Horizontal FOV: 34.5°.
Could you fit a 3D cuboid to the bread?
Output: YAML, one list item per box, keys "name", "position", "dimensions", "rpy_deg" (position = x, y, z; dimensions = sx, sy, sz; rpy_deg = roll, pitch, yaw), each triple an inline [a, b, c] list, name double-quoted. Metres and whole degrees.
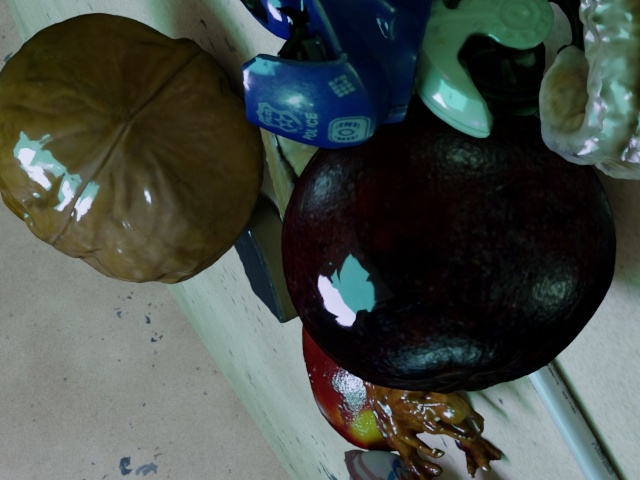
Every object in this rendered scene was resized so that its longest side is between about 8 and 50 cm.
- name: "bread"
  position: [0.000, 0.000, 1.007]
  dimensions: [0.286, 0.056, 0.207]
  rpy_deg: [77, 171, -45]

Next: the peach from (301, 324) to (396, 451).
- name: "peach"
  position: [0.019, 0.210, 1.520]
  dimensions: [0.279, 0.068, 0.189]
  rpy_deg: [44, 157, 46]

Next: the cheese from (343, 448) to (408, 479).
- name: "cheese"
  position: [0.092, 0.351, 1.366]
  dimensions: [0.189, 0.074, 0.286]
  rpy_deg: [42, -169, 17]

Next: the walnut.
- name: "walnut"
  position: [-0.242, -0.115, 1.300]
  dimensions: [0.354, 0.308, 0.398]
  rpy_deg: [28, 171, -12]

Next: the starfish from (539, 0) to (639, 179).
- name: "starfish"
  position: [0.057, -0.243, 0.406]
  dimensions: [0.432, 0.082, 0.324]
  rpy_deg: [50, 145, 9]

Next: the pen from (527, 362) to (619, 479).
- name: "pen"
  position: [0.193, 0.126, 0.862]
  dimensions: [0.218, 0.026, 0.026]
  rpy_deg: [60, 165, -1]

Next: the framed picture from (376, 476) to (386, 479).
- name: "framed picture"
  position: [0.215, 0.405, 1.132]
  dimensions: [0.335, 0.022, 0.247]
  rpy_deg: [19, 141, 41]

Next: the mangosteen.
- name: "mangosteen"
  position: [0.078, -0.010, 0.656]
  dimensions: [0.216, 0.216, 0.216]
  rpy_deg: [54, 164, 23]

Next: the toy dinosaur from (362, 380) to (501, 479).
- name: "toy dinosaur"
  position: [0.095, 0.178, 1.144]
  dimensions: [0.208, 0.097, 0.432]
  rpy_deg: [59, 171, -15]

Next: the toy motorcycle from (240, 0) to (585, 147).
- name: "toy motorcycle"
  position: [0.000, -0.177, 0.583]
  dimensions: [0.331, 0.196, 0.125]
  rpy_deg: [54, 165, 17]

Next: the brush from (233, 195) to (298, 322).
- name: "brush"
  position: [-0.083, 0.020, 1.501]
  dimensions: [0.123, 0.059, 0.197]
  rpy_deg: [38, 154, 51]
